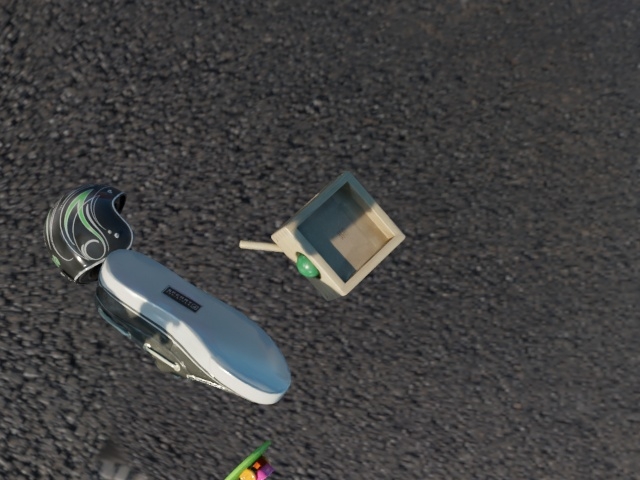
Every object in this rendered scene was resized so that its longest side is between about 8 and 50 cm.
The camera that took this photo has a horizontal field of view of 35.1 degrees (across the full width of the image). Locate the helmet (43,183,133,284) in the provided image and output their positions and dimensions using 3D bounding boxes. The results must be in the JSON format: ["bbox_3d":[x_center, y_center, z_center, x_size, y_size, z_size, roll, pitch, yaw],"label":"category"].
[{"bbox_3d":[-0.415,-0.019,1.828,0.169,0.169,0.162,-21,77,-28],"label":"helmet"}]

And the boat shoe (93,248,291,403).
[{"bbox_3d":[-0.126,0.094,0.977,0.219,0.070,0.077,35,34,14],"label":"boat shoe"}]

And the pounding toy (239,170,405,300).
[{"bbox_3d":[0.000,0.000,1.252,0.141,0.100,0.130,-43,94,-19],"label":"pounding toy"}]

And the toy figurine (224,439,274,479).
[{"bbox_3d":[-0.089,0.440,1.646,0.159,0.173,0.130,46,30,9],"label":"toy figurine"}]
